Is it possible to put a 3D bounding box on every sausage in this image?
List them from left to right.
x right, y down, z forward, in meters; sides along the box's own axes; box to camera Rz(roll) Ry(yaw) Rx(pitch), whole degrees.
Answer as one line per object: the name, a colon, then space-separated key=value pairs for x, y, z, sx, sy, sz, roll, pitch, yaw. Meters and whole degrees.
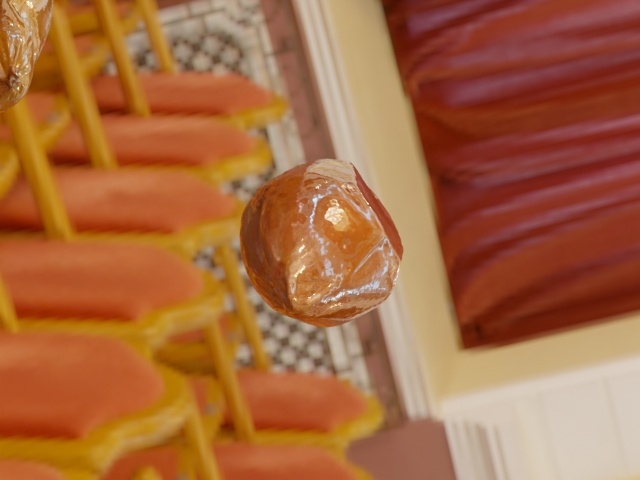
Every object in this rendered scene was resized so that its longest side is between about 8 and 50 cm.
sausage: x=-0.169 y=-0.111 z=0.942 sx=0.183 sy=0.054 sz=0.062 roll=-99 pitch=-159 yaw=-63
sausage: x=0.000 y=0.000 z=0.946 sx=0.179 sy=0.089 sz=0.089 roll=-109 pitch=-176 yaw=-82
